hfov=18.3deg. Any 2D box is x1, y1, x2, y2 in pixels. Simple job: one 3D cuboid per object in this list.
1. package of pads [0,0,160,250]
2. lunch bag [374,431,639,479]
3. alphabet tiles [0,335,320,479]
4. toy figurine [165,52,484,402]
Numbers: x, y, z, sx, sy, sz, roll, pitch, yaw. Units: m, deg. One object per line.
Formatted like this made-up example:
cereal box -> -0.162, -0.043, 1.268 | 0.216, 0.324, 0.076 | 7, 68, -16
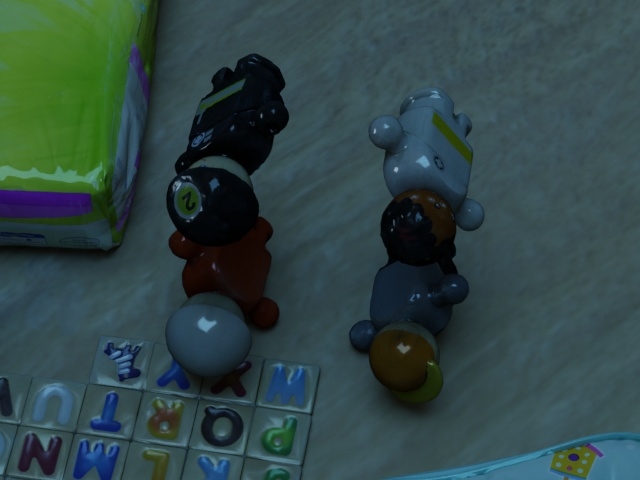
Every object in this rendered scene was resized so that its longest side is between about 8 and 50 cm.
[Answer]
package of pads -> -0.239, -0.135, 1.482 | 0.229, 0.101, 0.296 | 2, 57, 2
lunch bag -> 0.119, 0.238, 1.225 | 0.279, 0.108, 0.224 | -10, 57, -6
alphabet tiles -> -0.132, 0.154, 1.344 | 0.237, 0.009, 0.198 | 8, 57, 5
toy figurine -> 0.000, 0.000, 1.324 | 0.210, 0.213, 0.148 | 11, 45, 2
